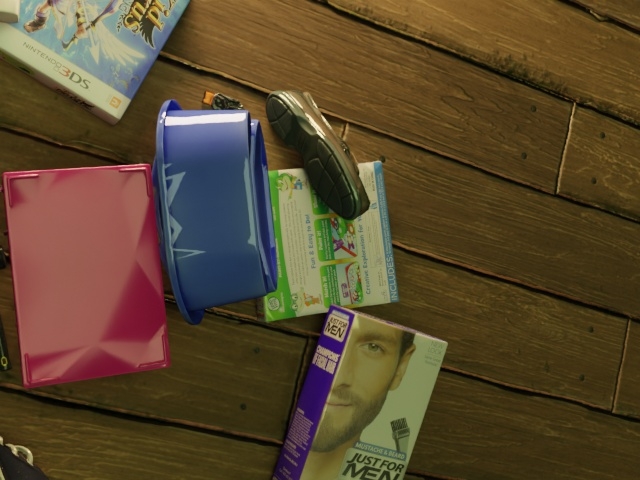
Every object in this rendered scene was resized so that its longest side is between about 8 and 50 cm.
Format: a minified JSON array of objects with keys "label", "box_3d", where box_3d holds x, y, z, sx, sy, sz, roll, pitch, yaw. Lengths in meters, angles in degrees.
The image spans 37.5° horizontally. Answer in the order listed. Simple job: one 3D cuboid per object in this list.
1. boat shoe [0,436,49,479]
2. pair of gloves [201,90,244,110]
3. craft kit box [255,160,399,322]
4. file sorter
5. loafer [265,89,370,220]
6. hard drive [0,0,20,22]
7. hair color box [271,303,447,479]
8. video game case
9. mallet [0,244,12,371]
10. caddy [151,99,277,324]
[{"label":"boat shoe","box_3d":[-0.495,0.315,1.357,0.158,0.127,0.340,-4,71,-56]},{"label":"pair of gloves","box_3d":[-0.166,-0.202,1.564,0.074,0.010,0.083,14,79,-20]},{"label":"craft kit box","box_3d":[0.000,0.000,1.598,0.247,0.061,0.249,-6,89,-25]},{"label":"file sorter","box_3d":[-0.354,0.048,1.380,0.202,0.182,0.290,-6,90,-24]},{"label":"loafer","box_3d":[0.012,-0.152,1.547,0.084,0.096,0.267,-20,64,-34]},{"label":"hard drive","box_3d":[-0.546,-0.501,1.372,0.233,0.047,0.352,4,79,-14]},{"label":"hair color box","box_3d":[0.061,0.294,1.552,0.185,0.110,0.338,19,86,-23]},{"label":"video game case","box_3d":[-0.358,-0.357,1.468,0.244,0.061,0.269,31,76,-18]},{"label":"mallet","box_3d":[-0.479,0.099,1.408,0.062,0.039,0.189,-19,98,-18]},{"label":"caddy","box_3d":[-0.173,-0.046,1.421,0.179,0.241,0.341,-6,89,5]}]
